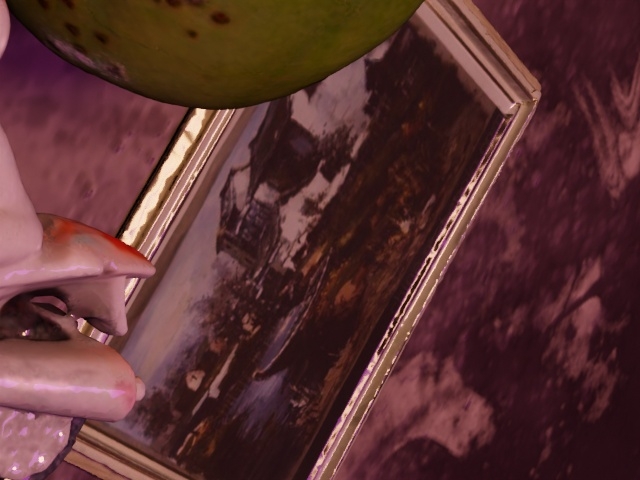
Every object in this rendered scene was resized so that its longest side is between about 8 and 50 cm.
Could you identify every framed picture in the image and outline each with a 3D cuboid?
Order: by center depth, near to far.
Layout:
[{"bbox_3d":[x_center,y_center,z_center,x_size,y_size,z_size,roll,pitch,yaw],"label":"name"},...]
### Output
[{"bbox_3d":[0.000,0.000,0.820,0.232,0.019,0.296,38,77,-52],"label":"framed picture"}]

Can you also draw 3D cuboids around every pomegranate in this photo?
[{"bbox_3d":[-0.026,-0.148,0.602,0.224,0.181,0.181,-57,149,-54],"label":"pomegranate"}]

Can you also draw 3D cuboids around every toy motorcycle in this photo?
[{"bbox_3d":[-0.152,-0.013,0.546,0.260,0.110,0.171,32,90,-41],"label":"toy motorcycle"}]
